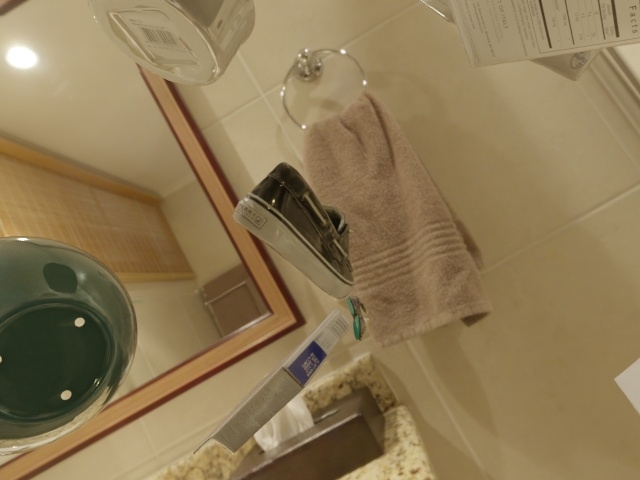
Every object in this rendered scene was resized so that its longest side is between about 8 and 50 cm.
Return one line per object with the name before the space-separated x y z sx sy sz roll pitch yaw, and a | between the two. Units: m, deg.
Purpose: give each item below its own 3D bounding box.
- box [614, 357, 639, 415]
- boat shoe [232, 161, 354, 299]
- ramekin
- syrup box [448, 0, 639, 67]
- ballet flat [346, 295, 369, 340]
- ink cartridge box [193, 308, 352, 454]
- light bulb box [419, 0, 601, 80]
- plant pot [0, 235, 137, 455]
box | 0.649 0.266 0.527 0.214 0.345 0.168 -55 -7 19
boat shoe | 0.000 0.000 0.634 0.119 0.121 0.335 -50 -29 -4
ramekin | -0.273 -0.416 0.732 0.277 0.278 0.135 123 167 -74
syrup box | 0.207 -0.194 0.267 0.093 0.096 0.237 -40 28 -12
ballet flat | 0.088 0.170 0.886 0.041 0.114 0.041 -7 -44 -7
ink cartridge box | -0.094 0.331 0.926 0.330 0.071 0.324 -49 -8 22
light bulb box | 0.270 -0.465 0.494 0.226 0.357 0.360 10 -50 -23
plant pot | -0.359 0.132 0.497 0.196 0.289 0.290 -5 12 45
